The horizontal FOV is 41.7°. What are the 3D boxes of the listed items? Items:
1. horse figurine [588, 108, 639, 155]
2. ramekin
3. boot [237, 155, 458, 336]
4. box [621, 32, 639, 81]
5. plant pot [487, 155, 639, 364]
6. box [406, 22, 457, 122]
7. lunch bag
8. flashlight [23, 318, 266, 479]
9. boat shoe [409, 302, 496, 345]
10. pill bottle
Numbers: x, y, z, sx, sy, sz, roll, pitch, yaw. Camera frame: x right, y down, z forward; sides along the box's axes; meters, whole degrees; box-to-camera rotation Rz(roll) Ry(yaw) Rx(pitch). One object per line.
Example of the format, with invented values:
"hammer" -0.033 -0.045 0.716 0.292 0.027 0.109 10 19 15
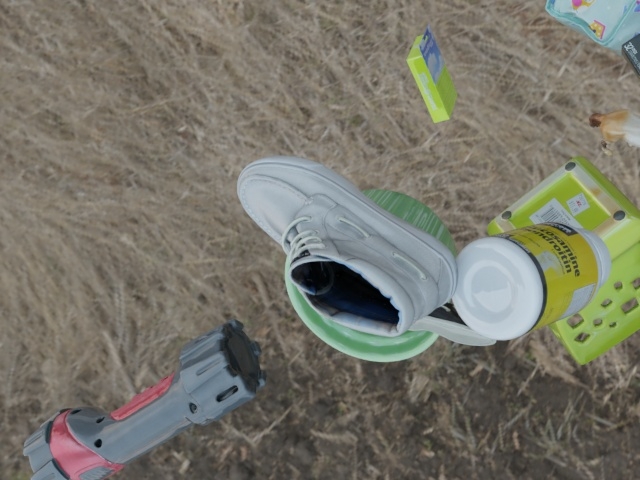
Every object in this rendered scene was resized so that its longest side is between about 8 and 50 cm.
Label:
"horse figurine" 0.638 -0.209 1.672 0.263 0.066 0.174 25 171 35
"ramekin" 0.102 0.055 1.522 0.303 0.148 0.303 12 123 18
"boot" 0.000 0.000 0.808 0.258 0.123 0.095 27 119 22
"box" 0.330 -0.162 0.784 0.062 0.052 0.083 -34 82 19
"plant pot" 0.409 0.018 1.324 0.227 0.228 0.207 -38 132 11
"box" 0.234 -0.350 1.765 0.042 0.109 0.178 -11 125 29
"lunch bag" 0.511 -0.425 1.318 0.160 0.223 0.262 43 115 35
"flashlight" -0.199 0.188 0.946 0.304 0.103 0.103 -35 94 21
"boat shoe" 0.132 0.084 0.918 0.125 0.038 0.046 11 152 17
"pill bottle" 0.225 0.035 0.869 0.103 0.184 0.103 11 106 43
